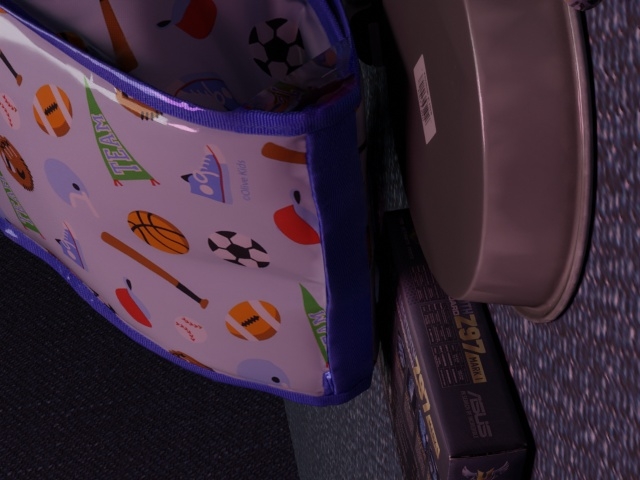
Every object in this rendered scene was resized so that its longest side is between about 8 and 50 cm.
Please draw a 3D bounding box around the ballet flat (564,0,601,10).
[{"bbox_3d":[0.116,-0.154,0.534,0.041,0.041,0.114,-118,20,-71],"label":"ballet flat"}]

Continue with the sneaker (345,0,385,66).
[{"bbox_3d":[0.035,-0.248,0.912,0.229,0.086,0.132,88,173,-47],"label":"sneaker"}]

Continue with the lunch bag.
[{"bbox_3d":[-0.099,-0.078,0.989,0.385,0.239,0.328,37,150,33],"label":"lunch bag"}]

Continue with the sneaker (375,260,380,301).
[{"bbox_3d":[0.000,0.000,1.311,0.366,0.150,0.135,86,-157,-52],"label":"sneaker"}]

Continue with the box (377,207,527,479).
[{"bbox_3d":[0.091,0.117,0.953,0.183,0.059,0.233,89,171,-46],"label":"box"}]

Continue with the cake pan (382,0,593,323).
[{"bbox_3d":[0.089,-0.091,0.760,0.293,0.054,0.293,172,90,-84],"label":"cake pan"}]
